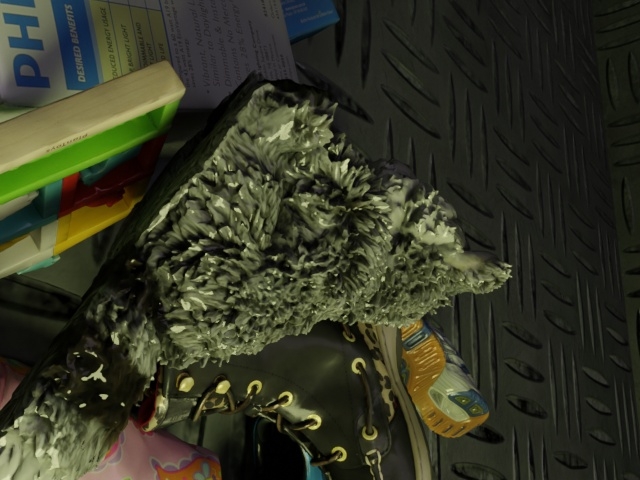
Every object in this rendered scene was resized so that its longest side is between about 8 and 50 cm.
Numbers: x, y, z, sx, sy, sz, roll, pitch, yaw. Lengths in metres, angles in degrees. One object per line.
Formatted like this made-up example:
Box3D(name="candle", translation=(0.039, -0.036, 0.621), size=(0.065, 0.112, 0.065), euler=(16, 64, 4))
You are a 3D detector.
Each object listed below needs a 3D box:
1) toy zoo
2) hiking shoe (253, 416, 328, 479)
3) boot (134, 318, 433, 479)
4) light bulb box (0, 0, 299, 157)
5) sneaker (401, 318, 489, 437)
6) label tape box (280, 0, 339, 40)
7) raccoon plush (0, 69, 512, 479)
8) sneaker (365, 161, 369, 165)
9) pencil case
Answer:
Box3D(name="toy zoo", translation=(-0.228, -0.033, 0.616), size=(0.192, 0.293, 0.030), euler=(-30, 85, -28))
Box3D(name="hiking shoe", translation=(-0.020, 0.210, 0.927), size=(0.132, 0.113, 0.304), euler=(33, 53, -57))
Box3D(name="boot", translation=(-0.042, 0.168, 0.741), size=(0.284, 0.138, 0.378), euler=(7, 68, -31))
Box3D(name="light bulb box", translation=(-0.238, -0.264, 0.708), size=(0.361, 0.225, 0.358), euler=(-12, 89, -53))
Box3D(name="sneaker", translation=(0.129, 0.162, 1.035), size=(0.296, 0.111, 0.131), euler=(51, 14, -37))
Box3D(name="label tape box", translation=(-0.134, -0.426, 1.004), size=(0.249, 0.115, 0.348), euler=(-40, 109, -52))
Box3D(name="raccoon plush", translation=(-0.041, 0.080, 0.626), size=(0.299, 0.216, 0.446), euler=(40, 72, -18))
Box3D(name="sneaker", translation=(0.000, 0.000, 1.074), size=(0.122, 0.110, 0.283), euler=(13, 65, -32))
Box3D(name="pencil case", translation=(-0.220, 0.206, 0.674), size=(0.284, 0.124, 0.124), euler=(39, 50, -39))
